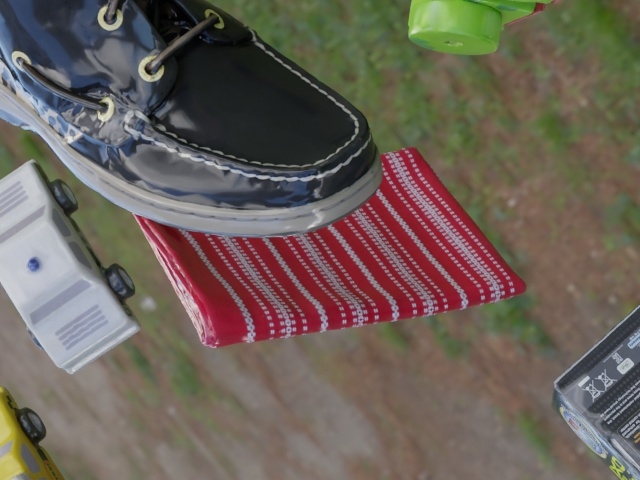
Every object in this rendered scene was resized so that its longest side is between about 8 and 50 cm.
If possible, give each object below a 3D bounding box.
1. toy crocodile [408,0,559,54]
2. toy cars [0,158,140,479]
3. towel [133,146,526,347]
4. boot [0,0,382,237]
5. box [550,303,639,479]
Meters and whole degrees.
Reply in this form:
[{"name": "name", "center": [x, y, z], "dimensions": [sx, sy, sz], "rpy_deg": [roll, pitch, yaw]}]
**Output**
[{"name": "toy crocodile", "center": [0.137, -0.199, 1.244], "dimensions": [0.105, 0.115, 0.340], "rpy_deg": [11, 169, -14]}, {"name": "toy cars", "center": [-0.259, 0.125, 1.617], "dimensions": [0.176, 0.394, 0.087], "rpy_deg": [7, 179, 8]}, {"name": "towel", "center": [0.000, 0.000, 1.443], "dimensions": [0.199, 0.275, 0.031], "rpy_deg": [-124, 34, -45]}, {"name": "boot", "center": [-0.125, -0.182, 1.127], "dimensions": [0.377, 0.138, 0.284], "rpy_deg": [31, 140, 30]}, {"name": "box", "center": [0.312, 0.086, 1.136], "dimensions": [0.216, 0.270, 0.060], "rpy_deg": [47, 172, 16]}]
